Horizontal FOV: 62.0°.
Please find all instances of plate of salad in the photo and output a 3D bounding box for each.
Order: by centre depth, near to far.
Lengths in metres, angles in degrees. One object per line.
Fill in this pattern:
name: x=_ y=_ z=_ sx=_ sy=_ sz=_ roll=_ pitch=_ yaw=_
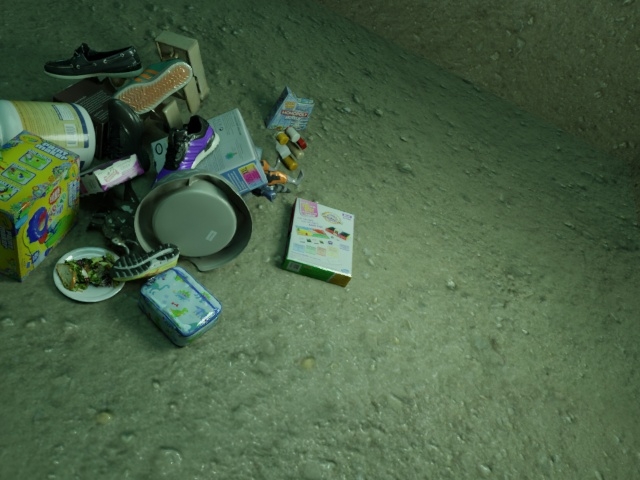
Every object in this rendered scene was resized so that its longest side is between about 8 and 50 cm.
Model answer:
plate of salad: x=-0.673 y=0.091 z=1.563 sx=0.200 sy=0.048 sz=0.199 roll=13 pitch=46 yaw=-14

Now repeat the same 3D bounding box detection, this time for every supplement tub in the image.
supplement tub: x=-0.898 y=-0.317 z=1.653 sx=0.316 sy=0.228 sz=0.228 roll=-12 pitch=56 yaw=-48

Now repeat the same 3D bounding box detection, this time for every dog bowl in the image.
dog bowl: x=-0.388 y=-0.067 z=1.647 sx=0.349 sy=0.348 sz=0.102 roll=8 pitch=35 yaw=-18

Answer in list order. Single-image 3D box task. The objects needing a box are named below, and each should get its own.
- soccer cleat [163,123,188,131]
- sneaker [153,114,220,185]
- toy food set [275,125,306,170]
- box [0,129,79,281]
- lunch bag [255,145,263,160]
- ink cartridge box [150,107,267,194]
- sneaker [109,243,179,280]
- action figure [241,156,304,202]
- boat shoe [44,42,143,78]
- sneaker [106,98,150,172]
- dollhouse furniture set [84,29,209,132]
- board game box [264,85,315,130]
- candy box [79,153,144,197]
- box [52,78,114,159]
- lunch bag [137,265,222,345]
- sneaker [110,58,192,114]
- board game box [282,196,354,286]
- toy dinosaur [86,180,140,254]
soccer cleat: x=-0.529 y=-0.435 z=2.085 sx=0.179 sy=0.072 sz=0.060 roll=25 pitch=45 yaw=-2
sneaker: x=-0.447 y=-0.278 z=1.673 sx=0.102 sy=0.146 sz=0.293 roll=20 pitch=66 yaw=25
toy food set: x=-0.132 y=-0.388 z=2.116 sx=0.111 sy=0.232 sz=0.104 roll=-38 pitch=67 yaw=-3
box: x=-0.832 y=-0.096 z=1.486 sx=0.177 sy=0.290 sz=0.279 roll=25 pitch=46 yaw=-3
lunch bag: x=-0.271 y=-0.347 z=2.143 sx=0.071 sy=0.053 sz=0.083 roll=14 pitch=56 yaw=-10
ink cartridge box: x=-0.412 y=-0.252 z=1.823 sx=0.396 sy=0.151 sz=0.270 roll=-21 pitch=56 yaw=0
sneaker: x=-0.521 y=0.085 z=1.594 sx=0.209 sy=0.094 sz=0.081 roll=-17 pitch=56 yaw=-26
action figure: x=-0.227 y=-0.197 z=1.953 sx=0.330 sy=0.178 sz=0.341 roll=-18 pitch=45 yaw=-29
boat shoe: x=-0.809 y=-0.640 z=1.882 sx=0.340 sy=0.113 sz=0.127 roll=1 pitch=37 yaw=0
sneaker: x=-0.660 y=-0.330 z=1.785 sx=0.109 sy=0.286 sz=0.130 roll=14 pitch=40 yaw=25
dollhouse furniture set: x=-0.627 y=-0.583 z=2.083 sx=0.362 sy=0.256 sz=0.394 roll=21 pitch=60 yaw=13
board game box: x=-0.123 y=-0.567 z=2.307 sx=0.194 sy=0.194 sz=0.060 roll=1 pitch=50 yaw=-24
candy box: x=-0.696 y=-0.202 z=1.696 sx=0.159 sy=0.234 sz=0.071 roll=-40 pitch=115 yaw=-44
box: x=-0.804 y=-0.431 z=1.886 sx=0.203 sy=0.167 sz=0.168 roll=30 pitch=44 yaw=3
lunch bag: x=-0.412 y=0.187 z=1.573 sx=0.219 sy=0.090 sz=0.176 roll=42 pitch=44 yaw=13
sneaker: x=-0.593 y=-0.536 z=1.852 sx=0.302 sy=0.108 sz=0.121 roll=-32 pitch=40 yaw=-11
board game box: x=0.000 y=0.000 z=1.947 sx=0.242 sy=0.064 sz=0.316 roll=17 pitch=46 yaw=-10
toy dinosaur: x=-0.638 y=-0.070 z=1.701 sx=0.160 sy=0.121 sz=0.313 roll=26 pitch=38 yaw=-18
